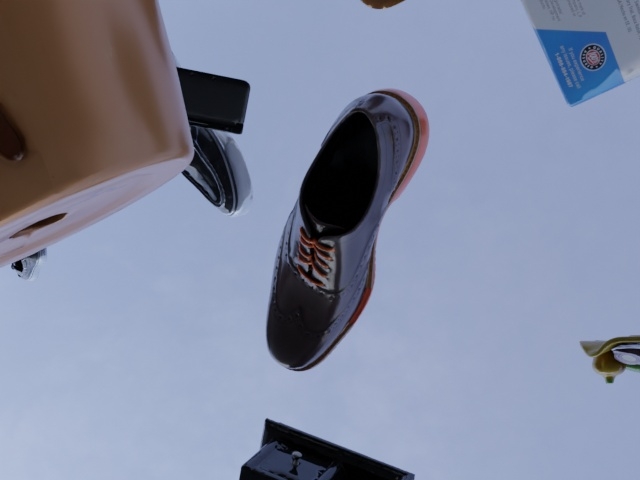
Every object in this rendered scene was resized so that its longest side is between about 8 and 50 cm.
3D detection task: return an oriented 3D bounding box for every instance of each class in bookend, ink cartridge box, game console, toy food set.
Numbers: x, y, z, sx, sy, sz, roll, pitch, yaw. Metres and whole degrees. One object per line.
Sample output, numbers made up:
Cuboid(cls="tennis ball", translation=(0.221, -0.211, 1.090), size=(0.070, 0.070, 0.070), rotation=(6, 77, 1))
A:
Cuboid(cls="bookend", translation=(-0.018, 0.241, 0.726), size=(0.157, 0.156, 0.072), rotation=(17, -74, 20))
Cuboid(cls="ink cartridge box", translation=(0.231, -0.201, 0.570), size=(0.190, 0.140, 0.082), rotation=(-24, -145, 18))
Cuboid(cls="game console", translation=(-0.158, -0.185, 1.095), size=(0.122, 0.107, 0.071), rotation=(11, -83, -7))
Cuboid(cls="toy food set", translation=(0.479, 0.171, 1.160), size=(0.217, 0.128, 0.071), rotation=(-4, -102, 19))

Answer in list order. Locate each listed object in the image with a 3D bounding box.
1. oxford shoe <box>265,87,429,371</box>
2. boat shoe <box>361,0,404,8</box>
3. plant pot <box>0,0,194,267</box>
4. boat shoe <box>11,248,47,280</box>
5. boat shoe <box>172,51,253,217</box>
Cuboid(cls="oxford shoe", translation=(0.000, 0.000, 0.698), size=(0.097, 0.098, 0.271), rotation=(26, -69, 18))
Cuboid(cls="boat shoe", translation=(0.109, -0.304, 0.764), size=(0.073, 0.073, 0.207), rotation=(41, -56, -5))
Cuboid(cls="plant pot", translation=(-0.206, -0.093, 0.470), size=(0.290, 0.291, 0.204), rotation=(-25, -88, 17))
Cuboid(cls="boat shoe", translation=(-0.455, 0.030, 1.274), size=(0.142, 0.040, 0.049), rotation=(-34, -112, 56))
Cuboid(cls="boat shoe", translation=(-0.209, -0.154, 1.195), size=(0.301, 0.102, 0.108), rotation=(59, -38, 6))
